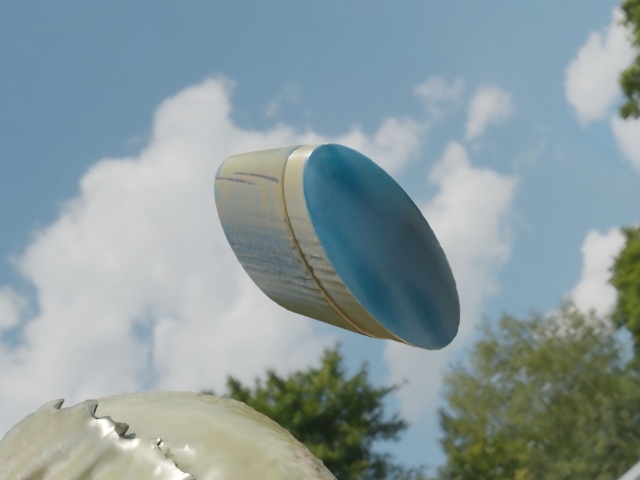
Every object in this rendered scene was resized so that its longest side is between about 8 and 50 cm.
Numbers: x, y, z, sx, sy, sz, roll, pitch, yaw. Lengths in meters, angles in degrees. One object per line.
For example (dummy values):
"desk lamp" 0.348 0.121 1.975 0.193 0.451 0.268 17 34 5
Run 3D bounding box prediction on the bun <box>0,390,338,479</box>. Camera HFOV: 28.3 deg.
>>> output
"bun" -0.039 0.170 0.461 0.141 0.239 0.239 0 -47 -39

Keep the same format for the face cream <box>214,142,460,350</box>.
"face cream" 0.000 0.000 0.857 0.067 0.139 0.285 -33 11 -13
